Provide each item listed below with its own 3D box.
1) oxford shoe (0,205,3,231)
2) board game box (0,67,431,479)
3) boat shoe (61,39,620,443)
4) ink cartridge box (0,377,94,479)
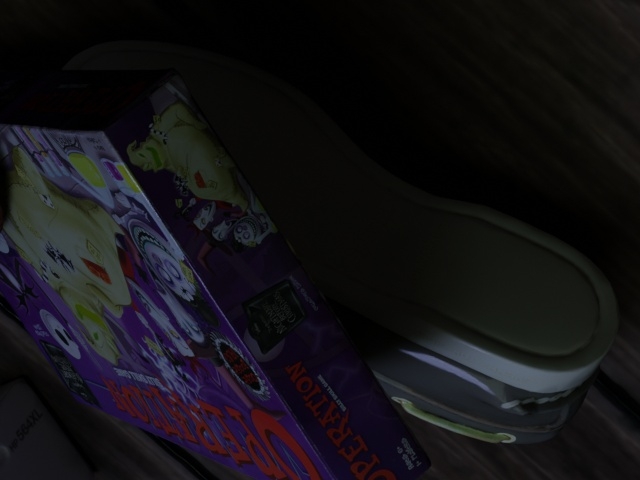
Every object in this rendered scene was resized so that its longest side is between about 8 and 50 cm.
[{"bbox_3d":[-0.258,-0.011,0.997,0.130,0.123,0.348,59,155,-2],"label":"oxford shoe"},{"bbox_3d":[-0.097,0.013,0.938,0.208,0.056,0.347,53,161,-20],"label":"board game box"},{"bbox_3d":[-0.002,0.003,0.964,0.305,0.109,0.091,29,144,13],"label":"boat shoe"},{"bbox_3d":[-0.258,0.180,1.184,0.203,0.148,0.086,-21,112,35],"label":"ink cartridge box"}]
